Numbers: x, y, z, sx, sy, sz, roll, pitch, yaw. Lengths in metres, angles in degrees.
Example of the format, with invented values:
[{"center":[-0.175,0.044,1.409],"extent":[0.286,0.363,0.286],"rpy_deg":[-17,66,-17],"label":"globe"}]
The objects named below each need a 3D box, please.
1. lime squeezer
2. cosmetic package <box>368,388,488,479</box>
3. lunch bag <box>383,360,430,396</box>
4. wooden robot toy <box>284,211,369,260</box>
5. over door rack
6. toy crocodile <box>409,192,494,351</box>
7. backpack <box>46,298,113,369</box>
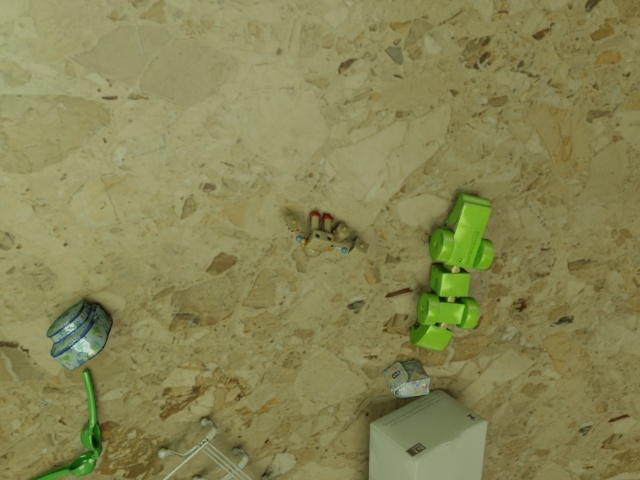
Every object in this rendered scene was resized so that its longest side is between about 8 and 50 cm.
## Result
[{"center":[-0.485,0.401,1.329],"extent":[0.110,0.059,0.310],"rpy_deg":[33,106,8],"label":"lime squeezer"},{"center":[0.229,0.551,1.461],"extent":[0.217,0.156,0.385],"rpy_deg":[-15,115,-33],"label":"cosmetic package"},{"center":[0.184,0.296,1.420],"extent":[0.083,0.071,0.053],"rpy_deg":[-7,115,-10],"label":"lunch bag"},{"center":[0.000,0.000,1.268],"extent":[0.173,0.076,0.079],"rpy_deg":[15,144,-19],"label":"wooden robot toy"},{"center":[-0.278,0.559,1.390],"extent":[0.324,0.108,0.239],"rpy_deg":[-46,116,-14],"label":"over door rack"},{"center":[0.261,0.070,1.334],"extent":[0.115,0.105,0.341],"rpy_deg":[6,106,-15],"label":"toy crocodile"},{"center":[-0.439,0.171,1.196],"extent":[0.105,0.114,0.084],"rpy_deg":[-36,116,5],"label":"backpack"}]
